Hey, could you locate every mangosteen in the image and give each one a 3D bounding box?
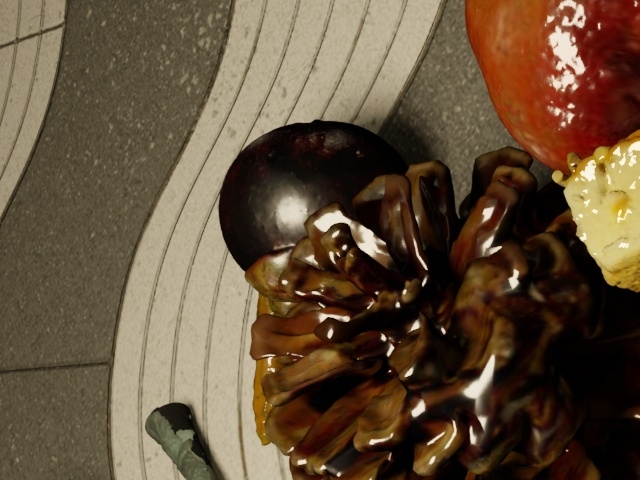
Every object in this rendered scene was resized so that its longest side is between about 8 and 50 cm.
[{"bbox_3d":[0.000,0.000,1.807,0.211,0.211,0.250,-16,77,47],"label":"mangosteen"}]

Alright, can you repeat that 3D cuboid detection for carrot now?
[{"bbox_3d":[-0.042,0.073,1.940,0.066,0.066,0.314,3,83,50],"label":"carrot"}]

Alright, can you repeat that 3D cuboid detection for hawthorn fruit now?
[{"bbox_3d":[0.267,-0.177,1.489,0.311,0.295,0.295,-134,61,-83],"label":"hawthorn fruit"}]

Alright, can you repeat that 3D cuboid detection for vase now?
[{"bbox_3d":[-0.145,0.259,2.005,0.059,0.059,0.167,-58,42,20],"label":"vase"}]

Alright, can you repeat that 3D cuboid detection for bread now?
[{"bbox_3d":[0.339,-0.024,1.348,0.185,0.275,0.114,-28,58,41],"label":"bread"}]

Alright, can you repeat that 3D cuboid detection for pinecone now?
[{"bbox_3d":[0.121,0.103,1.526,0.398,0.398,0.398,-18,65,46],"label":"pinecone"}]
